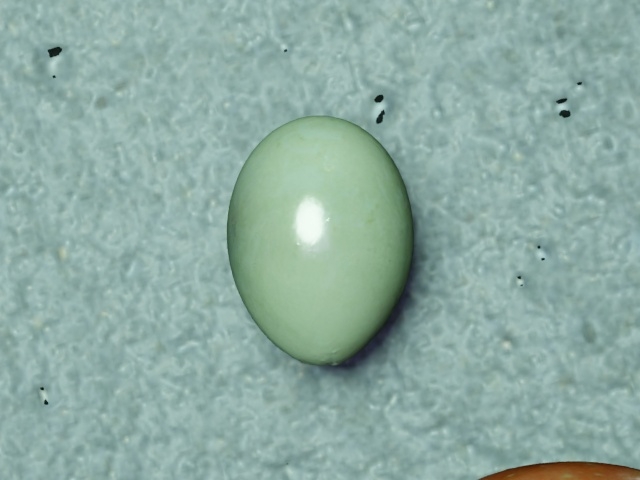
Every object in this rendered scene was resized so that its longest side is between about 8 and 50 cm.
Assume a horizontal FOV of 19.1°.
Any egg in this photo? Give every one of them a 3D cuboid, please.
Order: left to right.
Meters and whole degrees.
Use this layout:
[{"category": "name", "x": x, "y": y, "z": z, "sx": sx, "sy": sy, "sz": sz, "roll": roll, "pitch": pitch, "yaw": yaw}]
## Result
[{"category": "egg", "x": 0.000, "y": 0.000, "z": 1.152, "sx": 0.114, "sy": 0.114, "sz": 0.152, "roll": -3, "pitch": 88, "yaw": 5}]

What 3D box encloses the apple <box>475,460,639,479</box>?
[{"category": "apple", "x": 0.151, "y": 0.247, "z": 1.047, "sx": 0.217, "sy": 0.260, "sz": 0.260, "roll": -7, "pitch": 84, "yaw": -19}]
